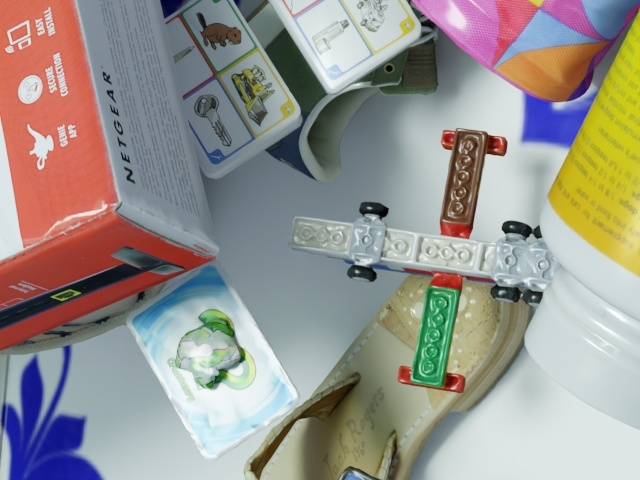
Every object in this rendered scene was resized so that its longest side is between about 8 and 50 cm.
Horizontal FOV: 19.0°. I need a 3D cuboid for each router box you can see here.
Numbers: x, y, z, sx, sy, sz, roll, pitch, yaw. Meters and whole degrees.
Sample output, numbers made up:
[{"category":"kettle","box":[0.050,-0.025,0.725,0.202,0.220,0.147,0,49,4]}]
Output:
[{"category":"router box","box":[-0.223,-0.095,0.849,0.301,0.082,0.335,-23,67,20]}]

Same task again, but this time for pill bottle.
[{"category":"pill bottle","box":[0.159,-0.035,0.717,0.117,0.117,0.215,39,112,37]}]

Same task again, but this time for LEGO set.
[{"category":"LEGO set","box":[0.000,0.000,0.832,0.182,0.060,0.244,-34,71,6]}]

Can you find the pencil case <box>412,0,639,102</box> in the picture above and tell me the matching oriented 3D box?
[{"category":"pencil case","box":[0.134,-0.167,0.765,0.236,0.104,0.104,-51,57,26]}]

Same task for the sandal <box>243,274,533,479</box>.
[{"category":"sandal","box":[0.000,0.097,0.877,0.088,0.079,0.240,49,119,32]}]

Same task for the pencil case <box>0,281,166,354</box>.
[{"category":"pencil case","box":[-0.192,-0.153,0.997,0.160,0.183,0.410,-24,69,10]}]

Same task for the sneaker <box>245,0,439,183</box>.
[{"category":"sneaker","box":[0.033,-0.106,0.880,0.192,0.064,0.086,-45,73,26]}]
